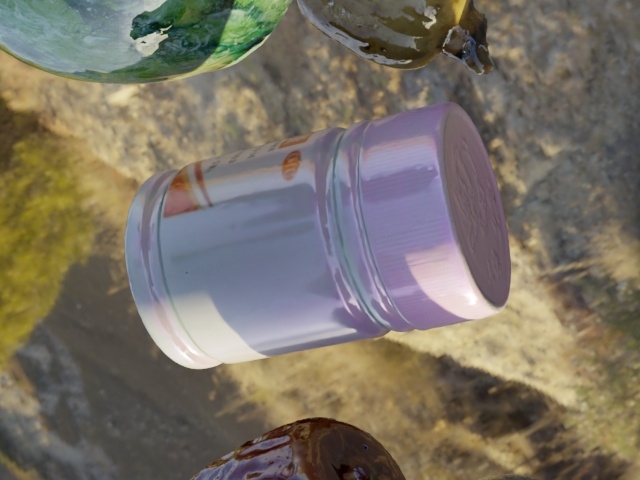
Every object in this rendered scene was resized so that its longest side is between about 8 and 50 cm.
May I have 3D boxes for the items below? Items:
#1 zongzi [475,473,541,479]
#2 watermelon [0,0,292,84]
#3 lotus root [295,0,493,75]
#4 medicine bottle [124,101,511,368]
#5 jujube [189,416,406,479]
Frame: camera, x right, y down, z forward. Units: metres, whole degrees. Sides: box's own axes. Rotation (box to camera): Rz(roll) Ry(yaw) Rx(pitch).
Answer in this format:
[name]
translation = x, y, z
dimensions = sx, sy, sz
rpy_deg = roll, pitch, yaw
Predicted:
[zongzi]
translation = 0.102, 0.442, 1.114
dimensions = 0.207, 0.403, 0.432
rpy_deg = 6, 84, 40
[watermelon]
translation = -0.124, -0.215, 0.785
dimensions = 0.305, 0.224, 0.180
rpy_deg = -27, 62, 42
[lotus root]
translation = 0.072, -0.228, 1.099
dimensions = 0.220, 0.118, 0.125
rpy_deg = 25, 141, 8
[medicine bottle]
translation = 0.000, 0.000, 1.090
dimensions = 0.202, 0.315, 0.202
rpy_deg = -12, -90, -68
[jujube]
translation = -0.031, 0.233, 0.831
dimensions = 0.190, 0.190, 0.255
rpy_deg = 54, 128, 28
